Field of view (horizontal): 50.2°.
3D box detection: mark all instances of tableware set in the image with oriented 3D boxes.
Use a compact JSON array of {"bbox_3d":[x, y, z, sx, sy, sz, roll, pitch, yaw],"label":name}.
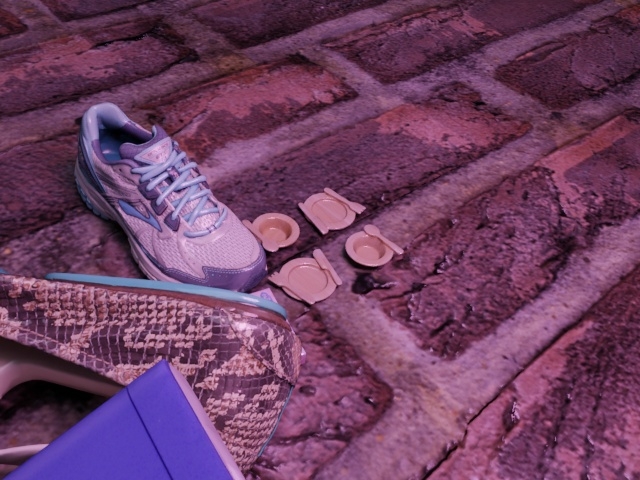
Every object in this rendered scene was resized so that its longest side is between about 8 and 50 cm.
[{"bbox_3d":[0.000,0.000,0.780,0.168,0.020,0.141,-25,54,-31],"label":"tableware set"}]

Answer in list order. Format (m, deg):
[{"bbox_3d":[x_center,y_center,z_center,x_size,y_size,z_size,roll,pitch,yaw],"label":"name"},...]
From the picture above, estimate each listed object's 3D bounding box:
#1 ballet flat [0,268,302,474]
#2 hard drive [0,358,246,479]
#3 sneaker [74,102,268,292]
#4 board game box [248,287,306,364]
[{"bbox_3d":[-0.261,0.084,0.564,0.482,0.164,0.182,15,71,5],"label":"ballet flat"},{"bbox_3d":[-0.170,0.243,0.382,0.318,0.040,0.210,-37,55,-7],"label":"hard drive"},{"bbox_3d":[-0.170,-0.046,0.720,0.283,0.122,0.110,35,49,23],"label":"sneaker"},{"bbox_3d":[-0.074,0.095,0.668,0.090,0.020,0.090,-16,50,-22],"label":"board game box"}]
